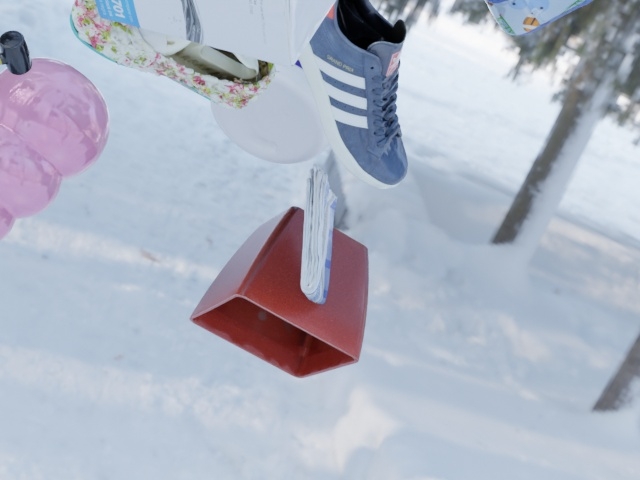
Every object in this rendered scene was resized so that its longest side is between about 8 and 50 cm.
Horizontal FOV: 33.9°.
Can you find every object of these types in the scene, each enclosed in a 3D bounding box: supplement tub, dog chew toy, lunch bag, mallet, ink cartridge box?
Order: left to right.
[{"bbox_3d":[-0.494,-0.227,1.486,0.039,0.190,0.062,49,-13,24],"label":"mallet"},{"bbox_3d":[-0.488,-0.131,1.677,0.207,0.332,0.206,32,-17,11],"label":"dog chew toy"},{"bbox_3d":[-0.084,-0.241,0.911,0.191,0.082,0.139,18,54,15],"label":"ink cartridge box"},{"bbox_3d":[-0.040,-0.331,1.974,0.241,0.241,0.331,25,51,0],"label":"supplement tub"},{"bbox_3d":[0.376,-0.477,1.687,0.115,0.303,0.243,47,25,-39],"label":"lunch bag"}]

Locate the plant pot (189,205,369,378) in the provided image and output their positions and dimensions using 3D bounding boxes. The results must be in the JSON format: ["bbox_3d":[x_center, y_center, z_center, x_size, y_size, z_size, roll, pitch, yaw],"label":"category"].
[{"bbox_3d":[-0.053,0.091,2.041,0.267,0.235,0.267,31,-25,-17],"label":"plant pot"}]

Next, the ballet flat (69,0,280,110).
[{"bbox_3d":[-0.133,-0.198,1.037,0.077,0.091,0.241,-19,-21,34],"label":"ballet flat"}]

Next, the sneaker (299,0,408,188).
[{"bbox_3d":[0.073,-0.233,1.516,0.148,0.350,0.131,-9,31,36],"label":"sneaker"}]

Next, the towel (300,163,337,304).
[{"bbox_3d":[0.000,0.000,1.783,0.034,0.209,0.285,3,-7,5],"label":"towel"}]
